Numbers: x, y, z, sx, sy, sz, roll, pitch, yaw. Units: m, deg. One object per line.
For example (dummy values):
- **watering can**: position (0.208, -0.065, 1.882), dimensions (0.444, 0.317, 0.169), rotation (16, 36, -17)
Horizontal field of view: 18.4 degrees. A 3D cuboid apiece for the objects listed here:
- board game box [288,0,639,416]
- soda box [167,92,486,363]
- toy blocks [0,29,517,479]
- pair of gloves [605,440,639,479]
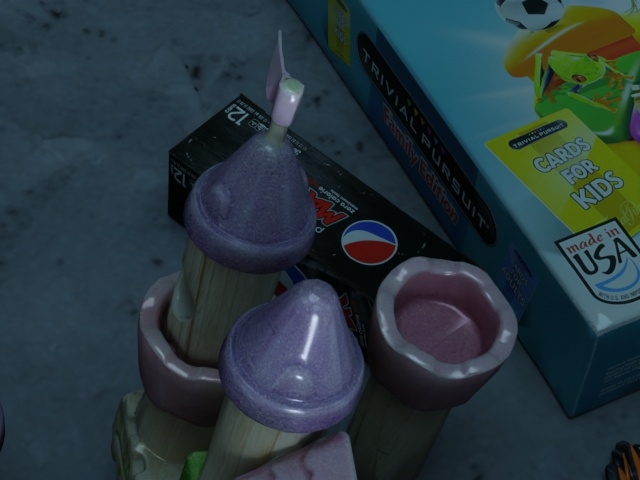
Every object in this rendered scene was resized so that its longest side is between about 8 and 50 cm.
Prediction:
- **board game box**: position (0.162, -0.094, 1.087), dimensions (0.253, 0.079, 0.336), rotation (-20, 57, -20)
- **soda box**: position (0.000, 0.000, 1.014), dimensions (0.169, 0.053, 0.060), rotation (36, 58, 22)
- **toy blocks**: position (-0.041, 0.110, 0.767), dimensions (0.309, 0.260, 0.289), rotation (1, 52, -16)
- **pair of gloves**: position (0.183, 0.123, 0.962), dimensions (0.083, 0.010, 0.074), rotation (-9, 52, -15)
